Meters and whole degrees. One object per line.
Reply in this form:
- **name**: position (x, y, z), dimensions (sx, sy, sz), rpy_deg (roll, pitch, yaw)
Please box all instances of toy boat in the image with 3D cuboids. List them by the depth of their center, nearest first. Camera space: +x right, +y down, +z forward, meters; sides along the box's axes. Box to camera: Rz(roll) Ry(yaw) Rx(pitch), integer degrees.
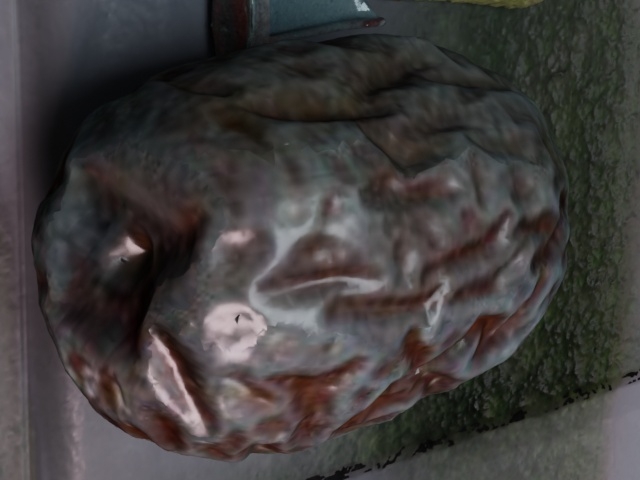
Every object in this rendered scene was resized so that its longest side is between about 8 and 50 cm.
- **toy boat**: position (-0.012, -0.143, 1.112), dimensions (0.122, 0.034, 0.096), rpy_deg (-20, 118, -45)

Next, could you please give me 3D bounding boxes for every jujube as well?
- **jujube**: position (0.000, 0.000, 1.051), dimensions (0.317, 0.226, 0.226), rpy_deg (-11, 112, -45)

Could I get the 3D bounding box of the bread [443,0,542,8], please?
- **bread**: position (0.108, -0.209, 1.162), dimensions (0.147, 0.127, 0.152), rpy_deg (2, 142, -45)
